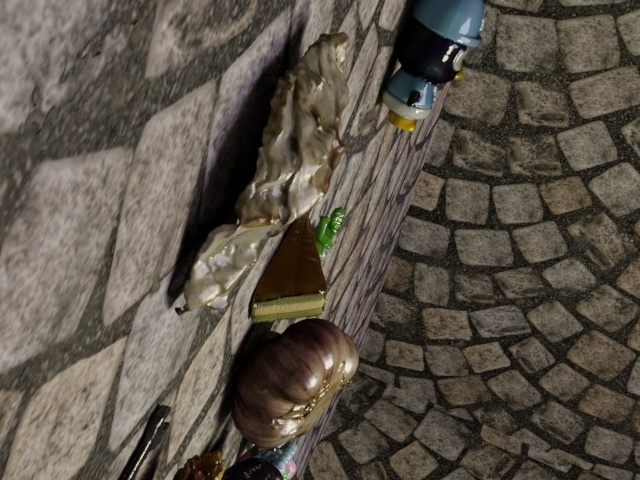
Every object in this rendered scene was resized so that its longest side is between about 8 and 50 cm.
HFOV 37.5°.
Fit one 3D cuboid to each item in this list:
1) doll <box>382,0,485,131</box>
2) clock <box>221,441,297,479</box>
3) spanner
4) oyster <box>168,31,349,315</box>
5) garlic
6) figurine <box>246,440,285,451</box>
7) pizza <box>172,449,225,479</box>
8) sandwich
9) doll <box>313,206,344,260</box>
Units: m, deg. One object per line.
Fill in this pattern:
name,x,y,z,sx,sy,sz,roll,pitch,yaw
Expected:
doll,0.212,-0.354,1.730,0.177,0.141,0.314,-79,-168,-65
clock,-0.118,0.409,1.558,0.194,0.100,0.195,-45,180,-44
spanner,-0.232,0.298,1.057,0.054,0.015,0.254,99,15,-58
oyster,-0.041,-0.067,1.021,0.201,0.107,0.354,39,73,-85
garlic,-0.054,0.219,1.536,0.245,0.160,0.245,-43,165,-15
figurine,-0.118,0.425,1.874,0.129,0.109,0.178,46,62,-57
pizza,-0.193,0.343,1.196,0.193,0.069,0.154,-56,166,-13
sandwich,-0.061,0.035,1.440,0.079,0.114,0.163,98,-18,-57
doll,0.000,0.000,1.624,0.115,0.050,0.190,-64,176,26
